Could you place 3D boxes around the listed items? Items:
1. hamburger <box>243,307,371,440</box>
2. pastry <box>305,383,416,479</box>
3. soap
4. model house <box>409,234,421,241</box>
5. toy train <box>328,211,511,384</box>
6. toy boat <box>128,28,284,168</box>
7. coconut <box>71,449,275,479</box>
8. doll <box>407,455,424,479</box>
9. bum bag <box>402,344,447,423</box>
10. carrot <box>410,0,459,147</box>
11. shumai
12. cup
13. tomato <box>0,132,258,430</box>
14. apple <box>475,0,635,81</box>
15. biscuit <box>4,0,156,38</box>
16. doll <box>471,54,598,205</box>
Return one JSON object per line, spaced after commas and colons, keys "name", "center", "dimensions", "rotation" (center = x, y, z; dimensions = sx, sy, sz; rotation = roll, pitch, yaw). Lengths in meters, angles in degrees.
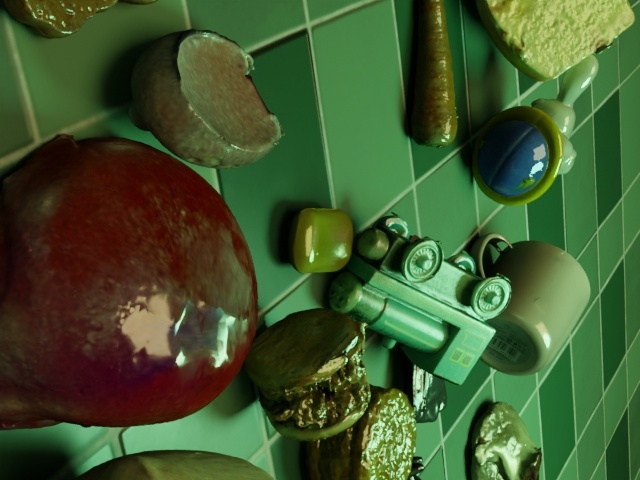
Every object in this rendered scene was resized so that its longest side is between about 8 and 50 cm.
{"name": "hamburger", "center": [-0.004, 0.163, 1.265], "dimensions": [0.185, 0.159, 0.131], "rotation": [-40, 126, -24]}
{"name": "pastry", "center": [0.062, 0.296, 1.445], "dimensions": [0.189, 0.103, 0.188], "rotation": [-16, 109, -58]}
{"name": "soap", "center": [-0.001, 0.000, 1.350], "dimensions": [0.140, 0.045, 0.088], "rotation": [-1, 93, -58]}
{"name": "model house", "center": [0.128, 0.035, 1.558], "dimensions": [0.083, 0.058, 0.057], "rotation": [-52, 137, -42]}
{"name": "toy train", "center": [0.145, 0.089, 1.479], "dimensions": [0.298, 0.120, 0.194], "rotation": [27, 98, -36]}
{"name": "toy boat", "center": [-0.130, -0.144, 1.069], "dimensions": [0.155, 0.085, 0.227], "rotation": [68, 22, 1]}
{"name": "coconut", "center": [-0.149, 0.327, 0.936], "dimensions": [0.329, 0.329, 0.328], "rotation": [-14, 107, -58]}
{"name": "doll", "center": [0.186, 0.495, 1.632], "dimensions": [0.195, 0.153, 0.258], "rotation": [-90, 170, -55]}
{"name": "bum bag", "center": [0.167, 0.176, 1.647], "dimensions": [0.123, 0.060, 0.248], "rotation": [1, 92, -58]}
{"name": "carrot", "center": [0.180, -0.297, 1.593], "dimensions": [0.078, 0.078, 0.298], "rotation": [-7, 96, -59]}
{"name": "shumai", "center": [0.377, 0.424, 1.979], "dimensions": [0.201, 0.120, 0.201], "rotation": [-21, 115, -55]}
{"name": "cup", "center": [0.363, 0.110, 1.870], "dimensions": [0.253, 0.191, 0.200], "rotation": [51, 48, -11]}
{"name": "tomato", "center": [-0.171, 0.041, 0.951], "dimensions": [0.335, 0.176, 0.289], "rotation": [2, 90, -58]}
{"name": "apple", "center": [0.390, -0.462, 1.748], "dimensions": [0.309, 0.252, 0.314], "rotation": [55, 39, -11]}
{"name": "biscuit", "center": [-0.199, -0.309, 0.972], "dimensions": [0.183, 0.047, 0.319], "rotation": [58, 47, -42]}
{"name": "doll", "center": [0.408, -0.189, 1.807], "dimensions": [0.243, 0.159, 0.311], "rotation": [-6, 135, -47]}
